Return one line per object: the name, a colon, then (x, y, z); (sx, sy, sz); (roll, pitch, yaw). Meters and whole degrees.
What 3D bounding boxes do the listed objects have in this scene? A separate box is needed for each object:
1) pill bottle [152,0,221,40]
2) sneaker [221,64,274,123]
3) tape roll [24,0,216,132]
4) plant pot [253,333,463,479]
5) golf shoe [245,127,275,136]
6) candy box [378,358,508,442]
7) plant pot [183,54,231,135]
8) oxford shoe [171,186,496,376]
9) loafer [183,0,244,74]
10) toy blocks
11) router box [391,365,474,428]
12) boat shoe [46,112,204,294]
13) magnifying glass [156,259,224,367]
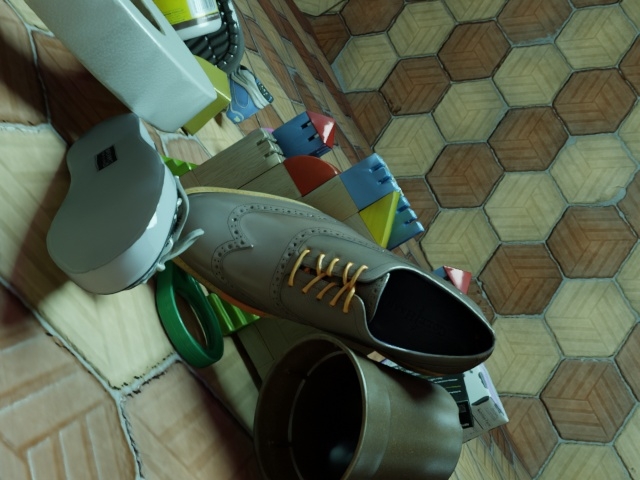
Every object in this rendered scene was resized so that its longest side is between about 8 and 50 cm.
pill bottle: (-0.229, -0.400, 1.282); (0.117, 0.117, 0.214); (-77, 152, -73)
sneaker: (-0.163, -0.269, 1.479); (0.080, 0.081, 0.211); (47, 0, -44)
tape roll: (-0.261, -0.286, 0.948); (0.392, 0.072, 0.392); (51, 5, -7)
plant pot: (0.045, 0.192, 0.895); (0.165, 0.167, 0.167); (19, 37, -39)
golf shoe: (-0.041, -0.036, 1.384); (0.140, 0.115, 0.306); (-114, 179, -78)
candy box: (0.156, 0.233, 1.297); (0.070, 0.196, 0.164); (52, 14, -34)
plant pot: (-0.188, -0.216, 1.242); (0.083, 0.081, 0.081); (36, 24, -35)
oxford shoe: (0.011, 0.032, 0.881); (0.364, 0.129, 0.133); (21, -9, -7)
loafer: (-0.231, -0.430, 1.417); (0.365, 0.134, 0.130); (60, 12, -3)
toy blocks: (0.000, 0.000, 1.029); (0.381, 0.261, 0.191); (60, 9, 7)
router box: (0.108, 0.215, 1.177); (0.133, 0.179, 0.046); (-81, 158, -71)
boat shoe: (-0.168, -0.018, 0.775); (0.105, 0.113, 0.306); (60, -5, -28)
magnifying glass: (-0.154, 0.031, 0.927); (0.092, 0.026, 0.230); (41, 24, -56)
